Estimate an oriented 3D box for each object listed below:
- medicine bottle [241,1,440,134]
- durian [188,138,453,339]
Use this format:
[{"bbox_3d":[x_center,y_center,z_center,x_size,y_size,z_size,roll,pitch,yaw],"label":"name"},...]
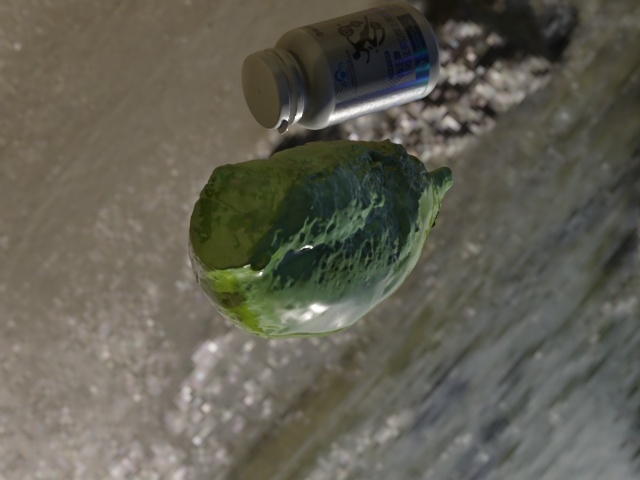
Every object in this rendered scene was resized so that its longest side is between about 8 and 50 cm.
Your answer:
[{"bbox_3d":[0.020,-0.176,1.741,0.191,0.107,0.107,-19,147,-27],"label":"medicine bottle"},{"bbox_3d":[0.000,0.000,1.113,0.139,0.101,0.250,-47,154,23],"label":"durian"}]
